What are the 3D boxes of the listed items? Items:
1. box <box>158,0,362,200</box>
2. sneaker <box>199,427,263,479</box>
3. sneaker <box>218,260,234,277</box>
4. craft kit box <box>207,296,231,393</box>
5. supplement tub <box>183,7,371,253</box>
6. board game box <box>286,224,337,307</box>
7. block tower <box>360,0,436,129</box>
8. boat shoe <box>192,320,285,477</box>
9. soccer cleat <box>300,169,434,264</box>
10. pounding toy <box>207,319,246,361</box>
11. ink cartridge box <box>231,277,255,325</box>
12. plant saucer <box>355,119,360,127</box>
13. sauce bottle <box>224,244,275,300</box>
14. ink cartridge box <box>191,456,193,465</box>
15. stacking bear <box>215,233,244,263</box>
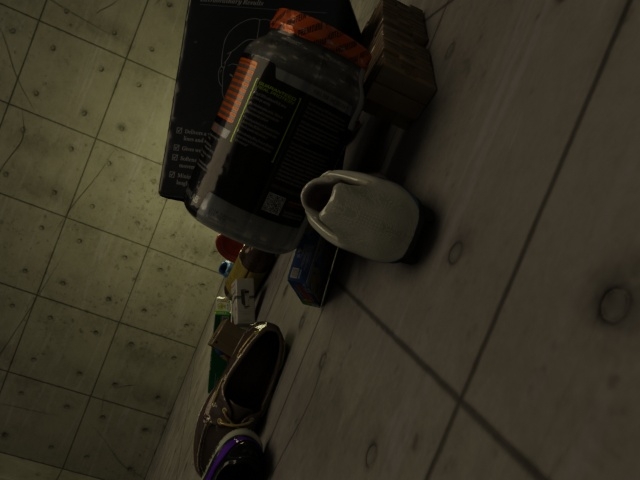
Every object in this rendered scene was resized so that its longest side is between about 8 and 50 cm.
[{"bbox_3d":[-0.103,-0.247,1.024,0.212,0.293,0.396,7,-88,-77],"label":"box"},{"bbox_3d":[-0.169,0.460,0.853,0.146,0.102,0.294,165,126,-74],"label":"sneaker"},{"bbox_3d":[-0.336,0.101,2.130,0.240,0.126,0.091,-131,63,-76],"label":"sneaker"},{"bbox_3d":[-0.325,0.328,1.723,0.246,0.060,0.250,-144,60,-81],"label":"craft kit box"},{"bbox_3d":[-0.059,-0.157,0.793,0.316,0.193,0.193,-64,13,11],"label":"supplement tub"},{"bbox_3d":[0.000,0.000,0.920,0.136,0.035,0.201,68,-144,-66],"label":"board game box"},{"bbox_3d":[0.125,-0.317,0.919,0.336,0.097,0.091,-81,18,-49],"label":"block tower"},{"bbox_3d":[-0.158,0.312,1.038,0.325,0.116,0.096,-65,8,-13],"label":"boat shoe"},{"bbox_3d":[0.038,-0.053,0.729,0.331,0.143,0.116,-140,72,-78],"label":"soccer cleat"},{"bbox_3d":[-0.217,0.278,1.353,0.100,0.130,0.141,-60,9,-18],"label":"pounding toy"},{"bbox_3d":[-0.233,0.188,1.604,0.099,0.056,0.136,139,130,-66],"label":"ink cartridge box"},{"bbox_3d":[-0.064,-0.284,1.277,0.048,0.258,0.259,-64,10,-18],"label":"plant saucer"},{"bbox_3d":[-0.206,0.068,1.676,0.344,0.111,0.112,-55,18,43],"label":"sauce bottle"},{"bbox_3d":[-0.255,0.460,1.324,0.104,0.060,0.180,-100,34,-69],"label":"ink cartridge box"},{"bbox_3d":[-0.274,-0.058,2.063,0.289,0.164,0.176,-66,-27,-47],"label":"stacking bear"}]
